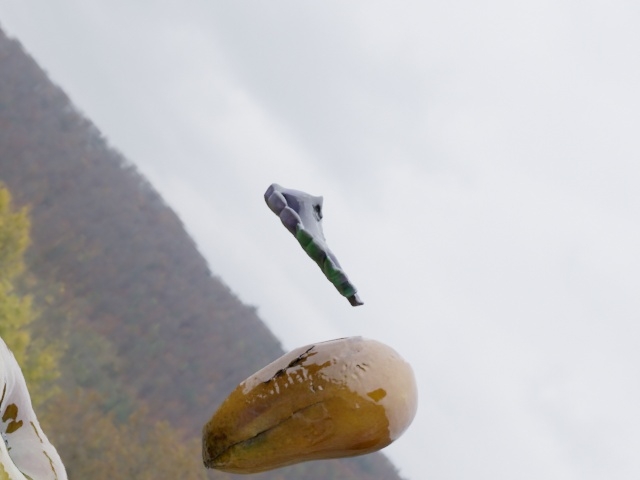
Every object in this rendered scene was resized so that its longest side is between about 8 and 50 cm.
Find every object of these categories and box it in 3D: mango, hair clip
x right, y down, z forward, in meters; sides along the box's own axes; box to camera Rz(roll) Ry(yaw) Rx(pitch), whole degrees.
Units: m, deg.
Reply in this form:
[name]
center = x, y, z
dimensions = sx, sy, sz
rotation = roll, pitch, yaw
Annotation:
[mango]
center = -0.009, 0.117, 0.751
dimensions = 0.105, 0.159, 0.084
rotation = 100, -19, -85
[hair clip]
center = 0.001, -0.002, 1.093
dimensions = 0.124, 0.052, 0.195
rotation = 45, 7, -31

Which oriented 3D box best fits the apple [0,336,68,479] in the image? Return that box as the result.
[apple]
center = -0.270, 0.161, 0.618
dimensions = 0.277, 0.250, 0.309
rotation = 53, 25, -39
